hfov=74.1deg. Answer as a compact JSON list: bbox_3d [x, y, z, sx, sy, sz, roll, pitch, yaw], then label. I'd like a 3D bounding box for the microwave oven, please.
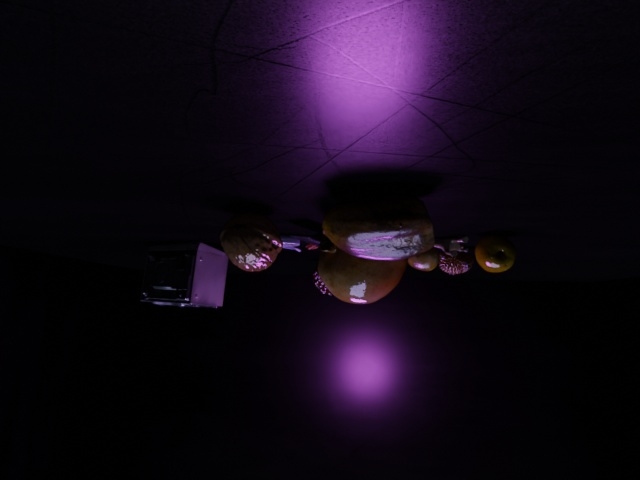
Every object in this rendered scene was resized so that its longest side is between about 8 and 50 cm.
[{"bbox_3d":[-0.713,0.179,2.194,0.395,0.332,0.247,-4,164,32],"label":"microwave oven"}]

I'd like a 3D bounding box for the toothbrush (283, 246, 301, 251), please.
[{"bbox_3d":[-0.190,0.030,2.060,0.021,0.027,0.269,6,175,42],"label":"toothbrush"}]

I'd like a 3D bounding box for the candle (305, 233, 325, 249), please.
[{"bbox_3d":[0.000,0.000,1.772,0.051,0.048,0.329,29,163,-13],"label":"candle"}]

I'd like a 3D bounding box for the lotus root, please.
[{"bbox_3d":[0.152,-0.047,1.130,0.292,0.192,0.193,-2,170,10],"label":"lotus root"}]

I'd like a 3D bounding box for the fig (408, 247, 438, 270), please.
[{"bbox_3d":[0.467,0.081,1.936,0.153,0.120,0.136,-7,172,42],"label":"fig"}]

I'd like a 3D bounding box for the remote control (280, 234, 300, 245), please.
[{"bbox_3d":[-0.208,-0.004,1.803,0.245,0.047,0.087,4,174,-15],"label":"remote control"}]

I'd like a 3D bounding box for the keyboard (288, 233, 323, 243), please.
[{"bbox_3d":[-0.039,-0.009,1.571,0.104,0.041,0.381,5,165,29],"label":"keyboard"}]

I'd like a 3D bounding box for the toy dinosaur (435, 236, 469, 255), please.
[{"bbox_3d":[0.500,0.023,1.748,0.252,0.072,0.200,-6,-177,-14],"label":"toy dinosaur"}]

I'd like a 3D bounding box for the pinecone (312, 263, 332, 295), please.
[{"bbox_3d":[0.053,0.214,2.629,0.222,0.221,0.221,2,171,0],"label":"pinecone"}]

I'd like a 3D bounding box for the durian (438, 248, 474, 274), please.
[{"bbox_3d":[0.634,0.098,1.992,0.158,0.136,0.168,-16,-171,-27],"label":"durian"}]

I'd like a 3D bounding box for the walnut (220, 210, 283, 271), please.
[{"bbox_3d":[-0.222,0.004,1.383,0.214,0.213,0.213,2,171,0],"label":"walnut"}]

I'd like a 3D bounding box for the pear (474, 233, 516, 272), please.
[{"bbox_3d":[0.668,0.050,1.621,0.149,0.148,0.162,1,-179,9],"label":"pear"}]

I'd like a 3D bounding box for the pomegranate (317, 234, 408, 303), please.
[{"bbox_3d":[0.127,0.051,1.358,0.320,0.318,0.319,2,171,0],"label":"pomegranate"}]
